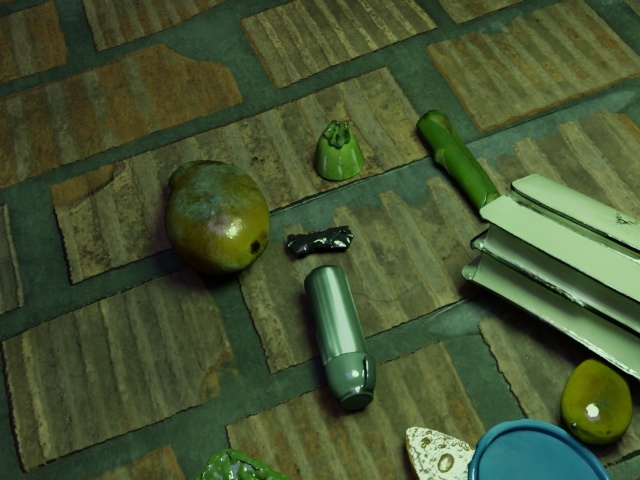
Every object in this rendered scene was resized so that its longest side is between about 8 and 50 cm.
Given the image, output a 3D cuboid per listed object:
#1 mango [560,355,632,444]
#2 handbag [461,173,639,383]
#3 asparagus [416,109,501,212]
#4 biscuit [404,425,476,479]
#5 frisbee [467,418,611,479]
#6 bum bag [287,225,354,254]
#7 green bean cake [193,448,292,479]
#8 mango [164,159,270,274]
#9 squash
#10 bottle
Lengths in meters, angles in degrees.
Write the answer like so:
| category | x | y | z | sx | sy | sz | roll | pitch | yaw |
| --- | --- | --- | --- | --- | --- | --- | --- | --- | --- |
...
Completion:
| category | x | y | z | sx | sy | sz | roll | pitch | yaw |
| --- | --- | --- | --- | --- | --- | --- | --- | --- | --- |
| mango | 0.422 | 0.237 | 1.194 | 0.103 | 0.076 | 0.161 | 20 | 50 | 18 |
| handbag | 0.445 | 0.038 | 1.271 | 0.359 | 0.160 | 0.237 | 32 | 41 | 30 |
| asparagus | 0.267 | -0.150 | 1.514 | 0.067 | 0.060 | 0.277 | -18 | 53 | -17 |
| biscuit | 0.218 | 0.364 | 1.155 | 0.162 | 0.035 | 0.250 | -36 | 62 | -24 |
| frisbee | 0.312 | 0.368 | 1.105 | 0.242 | 0.045 | 0.242 | 12 | 48 | -13 |
| bum bag | 0.000 | 0.001 | 1.462 | 0.125 | 0.034 | 0.057 | -10 | 44 | 1 |
| green bean cake | -0.093 | 0.437 | 1.100 | 0.248 | 0.125 | 0.222 | 20 | 59 | 22 |
| mango | -0.201 | -0.055 | 1.477 | 0.193 | 0.146 | 0.316 | -24 | 40 | -10 |
| squash | 0.031 | -0.194 | 1.539 | 0.105 | 0.132 | 0.105 | -3 | 55 | 5 |
| bottle | 0.036 | 0.153 | 1.311 | 0.096 | 0.080 | 0.253 | -44 | 44 | 33 |
